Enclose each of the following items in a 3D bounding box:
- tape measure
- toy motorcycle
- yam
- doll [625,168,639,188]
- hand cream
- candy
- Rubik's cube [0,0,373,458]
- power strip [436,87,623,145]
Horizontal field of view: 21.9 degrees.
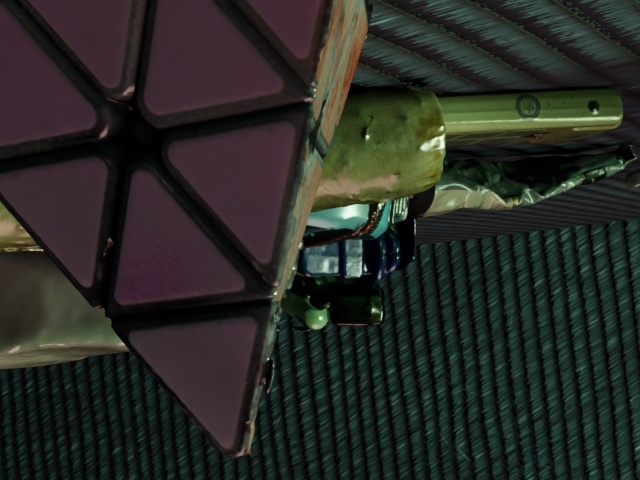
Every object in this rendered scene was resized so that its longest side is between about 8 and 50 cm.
[{"bbox_3d":[-0.020,-0.034,1.053,0.125,0.081,0.146,13,173,-43],"label":"tape measure"},{"bbox_3d":[0.000,0.000,1.473,0.196,0.125,0.331,-3,-176,-6],"label":"toy motorcycle"},{"bbox_3d":[-0.113,-0.038,0.929,0.371,0.083,0.083,-7,177,-9],"label":"yam"},{"bbox_3d":[0.309,-0.073,1.089,0.227,0.075,0.102,-18,-178,25],"label":"doll"},{"bbox_3d":[0.163,-0.061,1.442,0.248,0.052,0.075,-11,-157,-34],"label":"hand cream"},{"bbox_3d":[-0.233,0.048,1.688,0.208,0.145,0.359,-8,177,12],"label":"candy"},{"bbox_3d":[-0.073,-0.077,0.564,0.178,0.211,0.190,14,144,0],"label":"Rubik's cube"},{"bbox_3d":[0.121,-0.078,1.068,0.169,0.028,0.076,-5,176,-24],"label":"power strip"}]
